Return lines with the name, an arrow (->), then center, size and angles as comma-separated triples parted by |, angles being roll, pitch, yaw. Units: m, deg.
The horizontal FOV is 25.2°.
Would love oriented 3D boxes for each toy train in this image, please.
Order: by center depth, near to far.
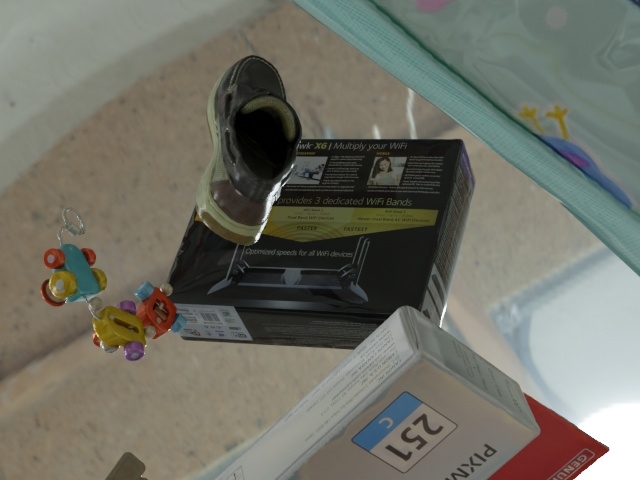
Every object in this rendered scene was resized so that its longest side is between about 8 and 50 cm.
toy train -> -0.201, 0.052, 1.339 | 0.046, 0.166, 0.125 | -34, -155, 23

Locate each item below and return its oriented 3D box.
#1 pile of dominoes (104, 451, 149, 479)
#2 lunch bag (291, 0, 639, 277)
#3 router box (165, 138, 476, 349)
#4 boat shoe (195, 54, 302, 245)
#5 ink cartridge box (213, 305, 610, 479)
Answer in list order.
pile of dominoes -> -0.202, 0.360, 1.451 | 0.196, 0.040, 0.251 | -28, -100, -43
lunch bag -> 0.099, -0.125, 0.365 | 0.223, 0.160, 0.262 | 37, -115, -4
router box -> 0.000, 0.000, 1.615 | 0.308, 0.081, 0.243 | 2, -126, 23
boat shoe -> -0.033, -0.060, 0.803 | 0.049, 0.056, 0.152 | -47, -153, 33
ink cartridge box -> 0.058, 0.221, 1.145 | 0.296, 0.261, 0.066 | -44, -148, 18
